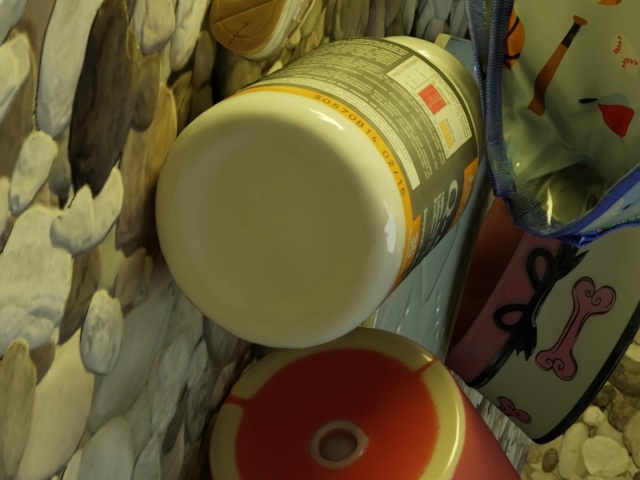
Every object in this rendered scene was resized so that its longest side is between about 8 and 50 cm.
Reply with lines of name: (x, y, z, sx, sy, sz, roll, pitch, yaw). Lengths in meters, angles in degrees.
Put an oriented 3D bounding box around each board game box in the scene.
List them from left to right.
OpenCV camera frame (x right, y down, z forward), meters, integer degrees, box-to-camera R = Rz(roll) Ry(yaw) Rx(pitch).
board game box: (0.098, -0.008, 1.603, 0.390, 0.050, 0.389, -13, 117, -73)

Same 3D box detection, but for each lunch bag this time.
lunch bag: (0.285, -0.192, 1.141, 0.328, 0.239, 0.385, -12, 125, -45)

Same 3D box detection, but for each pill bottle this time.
pill bottle: (0.015, -0.047, 1.077, 0.278, 0.162, 0.162, -40, 143, -63)

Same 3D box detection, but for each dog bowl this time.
dog bowl: (0.272, 0.018, 1.854, 0.408, 0.150, 0.408, -63, -177, 6)

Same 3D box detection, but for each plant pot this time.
plant pot: (0.036, 0.215, 1.270, 0.243, 0.275, 0.275, 72, 37, -49)

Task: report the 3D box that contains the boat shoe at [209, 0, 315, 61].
boat shoe: (-0.018, -0.190, 1.017, 0.170, 0.063, 0.059, -63, 166, -4)
